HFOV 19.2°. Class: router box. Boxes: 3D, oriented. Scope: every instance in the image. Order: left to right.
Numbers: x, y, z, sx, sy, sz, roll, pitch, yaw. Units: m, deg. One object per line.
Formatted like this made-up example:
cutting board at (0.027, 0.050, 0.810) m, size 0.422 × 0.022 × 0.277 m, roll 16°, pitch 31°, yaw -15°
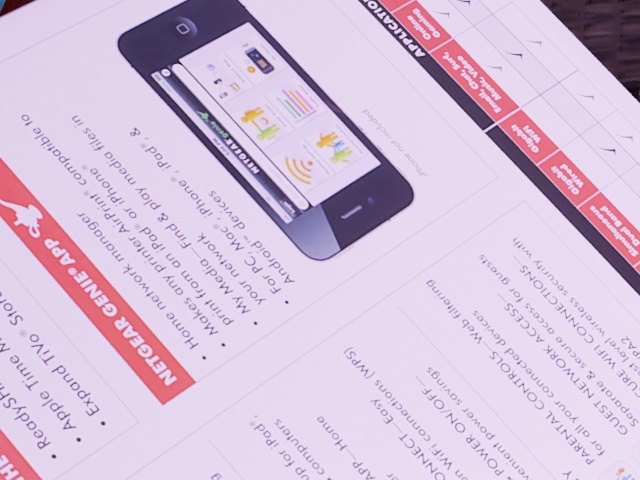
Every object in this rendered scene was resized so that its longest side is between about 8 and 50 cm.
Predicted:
router box at (0.012, 0.070, 0.531) m, size 0.301 × 0.082 × 0.335 m, roll -32°, pitch 74°, yaw -35°

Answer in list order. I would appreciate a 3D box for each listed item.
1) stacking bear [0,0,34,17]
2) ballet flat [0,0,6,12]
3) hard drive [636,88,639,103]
stacking bear at (0.000, 0.000, 0.807) m, size 0.289 × 0.164 × 0.175 m, roll 9°, pitch 58°, yaw -26°
ballet flat at (-0.205, -0.094, 0.847) m, size 0.400 × 0.139 × 0.139 m, roll -2°, pitch 52°, yaw -19°
hard drive at (0.238, 0.060, 0.912) m, size 0.210 × 0.040 × 0.319 m, roll 19°, pitch 48°, yaw -2°
